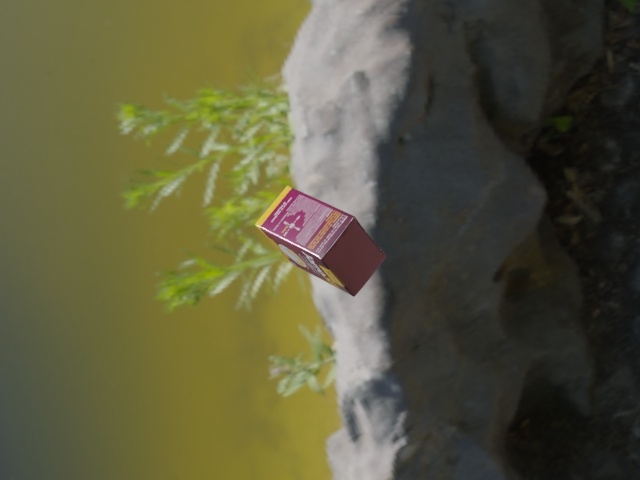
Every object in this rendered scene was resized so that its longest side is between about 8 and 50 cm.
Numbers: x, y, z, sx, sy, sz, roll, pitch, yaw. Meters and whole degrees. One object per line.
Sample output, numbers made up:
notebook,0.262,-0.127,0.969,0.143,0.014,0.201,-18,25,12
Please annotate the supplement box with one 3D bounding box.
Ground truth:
supplement box,0.000,0.000,0.955,0.083,0.055,0.043,26,72,46
